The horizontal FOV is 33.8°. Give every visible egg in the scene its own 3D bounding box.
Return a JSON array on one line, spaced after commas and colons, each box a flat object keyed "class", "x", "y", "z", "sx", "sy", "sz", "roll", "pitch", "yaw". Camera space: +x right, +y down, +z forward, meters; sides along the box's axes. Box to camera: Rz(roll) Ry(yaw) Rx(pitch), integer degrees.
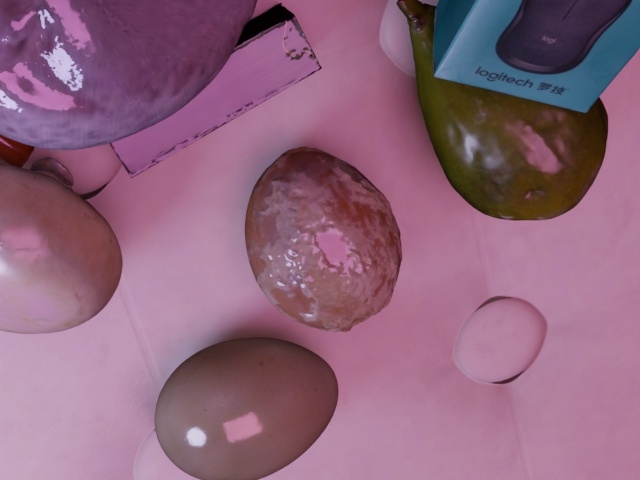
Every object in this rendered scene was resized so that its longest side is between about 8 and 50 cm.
[{"class": "egg", "x": 0.000, "y": 0.000, "z": 1.350, "sx": 0.203, "sy": 0.203, "sz": 0.245, "roll": -25, "pitch": 105, "yaw": -6}, {"class": "egg", "x": -0.097, "y": 0.224, "z": 1.412, "sx": 0.254, "sy": 0.188, "sz": 0.188, "roll": -17, "pitch": 115, "yaw": -20}]

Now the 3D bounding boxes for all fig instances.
[{"class": "fig", "x": 0.240, "y": -0.184, "z": 1.336, "sx": 0.233, "sy": 0.233, "sz": 0.314, "roll": -19, "pitch": 111, "yaw": -9}]

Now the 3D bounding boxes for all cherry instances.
[{"class": "cherry", "x": -0.248, "y": -0.246, "z": 1.117, "sx": 0.335, "sy": 0.291, "sz": 0.326, "roll": 23, "pitch": 62, "yaw": -24}]

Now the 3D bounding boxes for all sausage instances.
[{"class": "sausage", "x": -0.405, "y": -0.137, "z": 1.260, "sx": 0.131, "sy": 0.041, "sz": 0.039, "roll": 38, "pitch": 101, "yaw": -25}]

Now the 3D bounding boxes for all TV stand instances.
[{"class": "TV stand", "x": -0.139, "y": -0.187, "z": 1.294, "sx": 0.270, "sy": 0.088, "sz": 0.082, "roll": -30, "pitch": 115, "yaw": -4}]

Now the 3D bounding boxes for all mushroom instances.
[{"class": "mushroom", "x": -0.352, "y": 0.001, "z": 1.250, "sx": 0.246, "sy": 0.202, "sz": 0.246, "roll": 10, "pitch": 143, "yaw": 8}]

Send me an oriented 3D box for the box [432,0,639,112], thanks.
[{"class": "box", "x": 0.263, "y": -0.282, "z": 1.126, "sx": 0.205, "sy": 0.118, "sz": 0.311, "roll": 10, "pitch": 150, "yaw": -12}]
